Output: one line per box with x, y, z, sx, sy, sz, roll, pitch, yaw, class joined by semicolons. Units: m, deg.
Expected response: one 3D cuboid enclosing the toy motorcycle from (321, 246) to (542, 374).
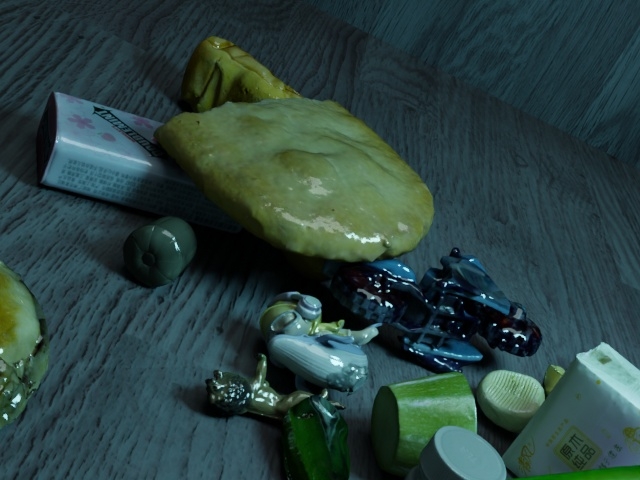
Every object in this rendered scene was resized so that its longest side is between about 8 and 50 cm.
0.183;0.098;1.663;0.415;0.172;0.232;13;24;-27;toy motorcycle

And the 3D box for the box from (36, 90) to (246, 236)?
-0.288;-0.130;1.663;0.369;0.112;0.190;13;32;-27;box

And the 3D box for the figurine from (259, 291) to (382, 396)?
0.000;0.154;1.434;0.208;0.128;0.184;7;30;-51;figurine

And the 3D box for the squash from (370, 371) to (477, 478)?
0.146;0.263;1.347;0.122;0.170;0.170;4;33;-15;squash

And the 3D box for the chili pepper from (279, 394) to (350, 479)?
0.009;0.296;1.253;0.108;0.062;0.216;25;32;-26;chili pepper

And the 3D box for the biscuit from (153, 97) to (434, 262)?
-0.021;-0.116;1.620;0.429;0.104;0.446;-3;38;-38;biscuit

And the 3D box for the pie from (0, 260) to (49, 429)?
-0.468;0.107;1.119;0.339;0.077;0.339;21;31;-14;pie

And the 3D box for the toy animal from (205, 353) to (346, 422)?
-0.063;0.210;1.339;0.219;0.069;0.086;11;49;-23;toy animal

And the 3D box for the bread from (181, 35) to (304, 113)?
-0.152;-0.287;2.003;0.294;0.167;0.132;39;28;19;bread

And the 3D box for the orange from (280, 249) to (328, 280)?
0.000;0.000;1.703;0.156;0.134;0.157;-17;90;-72;orange

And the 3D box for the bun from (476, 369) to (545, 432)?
0.308;0.265;1.585;0.115;0.069;0.115;5;38;-4;bun

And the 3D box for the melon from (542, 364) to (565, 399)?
0.444;0.289;1.677;0.160;0.079;0.128;36;10;17;melon

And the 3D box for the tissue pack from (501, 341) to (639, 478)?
0.412;0.299;1.448;0.185;0.225;0.124;42;30;26;tissue pack

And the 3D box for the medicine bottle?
0.147;0.325;1.215;0.105;0.168;0.105;22;26;-12;medicine bottle

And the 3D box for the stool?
-0.240;0.013;1.479;0.096;0.096;0.110;30;21;3;stool

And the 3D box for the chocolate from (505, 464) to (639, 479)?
0.384;0.420;1.128;0.359;0.162;0.341;-6;31;-2;chocolate
